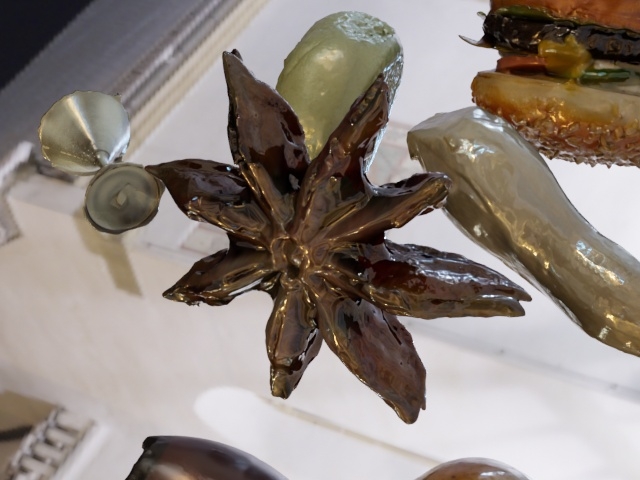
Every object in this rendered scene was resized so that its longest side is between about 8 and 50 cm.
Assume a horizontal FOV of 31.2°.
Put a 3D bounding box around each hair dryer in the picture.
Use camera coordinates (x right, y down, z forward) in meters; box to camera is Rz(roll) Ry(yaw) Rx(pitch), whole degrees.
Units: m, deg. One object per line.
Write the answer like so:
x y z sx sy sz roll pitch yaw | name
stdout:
-0.092 0.365 1.094 0.340 0.312 0.123 -58 0 27 | hair dryer

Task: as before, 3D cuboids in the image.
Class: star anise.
0.001 0.000 0.765 0.088 0.288 0.288 -41 -41 -48 | star anise

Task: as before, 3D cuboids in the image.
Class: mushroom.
0.209 -0.005 1.057 0.097 0.351 0.109 -34 -22 -27 | mushroom

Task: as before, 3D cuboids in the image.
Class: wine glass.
-0.324 -0.114 1.713 0.156 0.232 0.156 -13 -55 -20 | wine glass

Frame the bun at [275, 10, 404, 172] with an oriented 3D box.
0.004 -0.132 1.152 0.221 0.108 0.221 -59 -12 -20 | bun

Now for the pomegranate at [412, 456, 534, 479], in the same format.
0.182 0.401 1.361 0.307 0.307 0.307 -42 -40 -50 | pomegranate

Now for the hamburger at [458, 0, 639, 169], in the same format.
0.308 -0.200 1.315 0.291 0.291 0.225 -8 -71 -64 | hamburger
